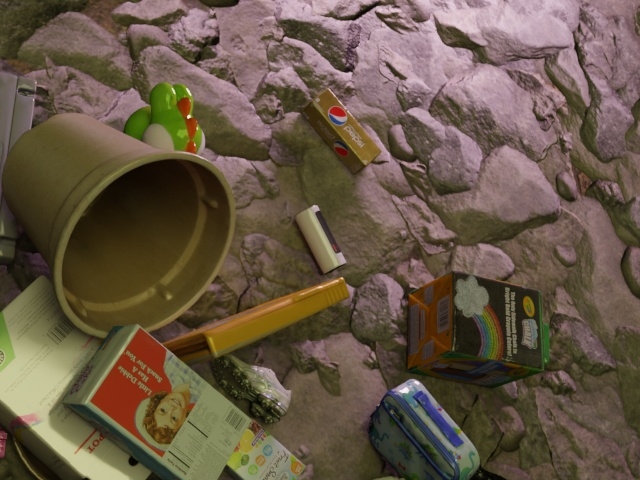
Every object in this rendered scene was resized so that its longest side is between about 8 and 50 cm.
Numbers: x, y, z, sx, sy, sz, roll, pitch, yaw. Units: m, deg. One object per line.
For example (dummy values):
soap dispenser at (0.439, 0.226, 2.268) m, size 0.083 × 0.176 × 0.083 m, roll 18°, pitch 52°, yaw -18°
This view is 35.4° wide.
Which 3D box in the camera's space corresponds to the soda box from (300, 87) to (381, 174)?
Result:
soda box at (0.045, -0.233, 2.146) m, size 0.181 × 0.058 × 0.061 m, roll 50°, pitch 58°, yaw -4°

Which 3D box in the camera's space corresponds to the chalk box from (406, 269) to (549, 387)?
chalk box at (0.346, 0.194, 2.078) m, size 0.288 × 0.179 × 0.180 m, roll 15°, pitch 65°, yaw -23°

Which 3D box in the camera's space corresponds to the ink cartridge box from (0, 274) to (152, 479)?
ink cartridge box at (-0.409, 0.256, 1.648) m, size 0.353 × 0.119 × 0.207 m, roll 45°, pitch 57°, yaw -6°

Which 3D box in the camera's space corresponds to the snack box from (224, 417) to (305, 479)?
snack box at (-0.111, 0.410, 1.842) m, size 0.141 × 0.037 × 0.100 m, roll 44°, pitch 59°, yaw -7°

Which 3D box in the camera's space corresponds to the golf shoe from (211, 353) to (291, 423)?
golf shoe at (-0.128, 0.263, 1.884) m, size 0.176 × 0.069 × 0.086 m, roll 46°, pitch 38°, yaw -9°

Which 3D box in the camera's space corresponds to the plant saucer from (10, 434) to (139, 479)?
plant saucer at (-0.398, 0.306, 1.730) m, size 0.277 × 0.041 × 0.278 m, roll 10°, pitch 67°, yaw -24°

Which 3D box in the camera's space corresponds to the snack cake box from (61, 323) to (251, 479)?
snack cake box at (-0.254, 0.271, 1.584) m, size 0.264 × 0.089 × 0.152 m, roll 45°, pitch 60°, yaw -24°

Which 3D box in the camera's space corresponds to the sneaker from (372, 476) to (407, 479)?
sneaker at (0.128, 0.585, 1.881) m, size 0.109 × 0.107 × 0.276 m, roll -6°, pitch 80°, yaw 8°

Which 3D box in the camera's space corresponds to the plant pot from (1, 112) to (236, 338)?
plant pot at (-0.365, -0.055, 1.668) m, size 0.333 × 0.334 × 0.305 m, roll -27°, pitch 45°, yaw -32°

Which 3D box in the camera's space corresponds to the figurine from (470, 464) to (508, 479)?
figurine at (0.289, 0.530, 1.987) m, size 0.209 × 0.092 × 0.215 m, roll 45°, pitch 59°, yaw 3°

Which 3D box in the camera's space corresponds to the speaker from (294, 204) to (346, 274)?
speaker at (0.000, 0.000, 2.040) m, size 0.055 × 0.055 × 0.136 m, roll -23°, pitch 83°, yaw -32°

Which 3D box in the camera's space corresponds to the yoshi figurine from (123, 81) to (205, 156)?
yoshi figurine at (-0.296, -0.109, 1.890) m, size 0.202 × 0.203 × 0.362 m, roll -2°, pitch 86°, yaw 13°

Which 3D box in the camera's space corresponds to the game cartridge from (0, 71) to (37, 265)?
game cartridge at (-0.636, -0.144, 1.761) m, size 0.230 × 0.068 × 0.355 m, roll 9°, pitch 68°, yaw -20°

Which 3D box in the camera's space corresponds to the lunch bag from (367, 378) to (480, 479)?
lunch bag at (0.193, 0.384, 1.903) m, size 0.090 × 0.176 × 0.219 m, roll -24°, pitch 63°, yaw -34°

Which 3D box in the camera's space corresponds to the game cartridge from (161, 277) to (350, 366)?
game cartridge at (-0.140, 0.150, 1.751) m, size 0.323 × 0.285 × 0.053 m, roll -23°, pitch 91°, yaw -41°

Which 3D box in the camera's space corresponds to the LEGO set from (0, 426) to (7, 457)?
LEGO set at (-0.550, 0.402, 1.584) m, size 0.087 × 0.093 × 0.227 m, roll 8°, pitch 69°, yaw -25°
